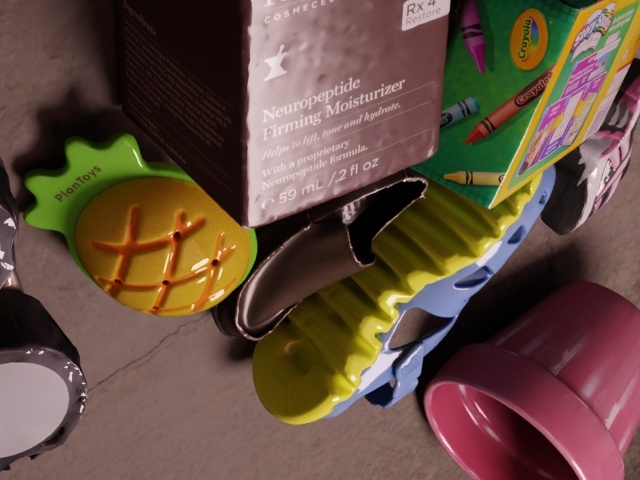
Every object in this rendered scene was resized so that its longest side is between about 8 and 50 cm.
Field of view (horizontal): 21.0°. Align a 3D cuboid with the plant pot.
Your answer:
[{"bbox_3d":[0.227,0.143,1.647,0.180,0.201,0.201,-47,145,-25],"label":"plant pot"}]

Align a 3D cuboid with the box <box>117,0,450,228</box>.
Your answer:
[{"bbox_3d":[-0.027,-0.151,1.157,0.168,0.167,0.203,-23,136,-27],"label":"box"}]

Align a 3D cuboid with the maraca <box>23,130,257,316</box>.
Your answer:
[{"bbox_3d":[-0.129,-0.010,1.248,0.127,0.099,0.186,-39,126,20],"label":"maraca"}]

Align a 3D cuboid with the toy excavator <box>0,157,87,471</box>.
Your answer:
[{"bbox_3d":[-0.378,0.101,1.065,0.445,0.222,0.433,-22,138,-7],"label":"toy excavator"}]

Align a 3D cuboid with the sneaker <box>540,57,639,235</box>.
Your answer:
[{"bbox_3d":[0.253,-0.093,1.559,0.077,0.072,0.178,-20,144,-46],"label":"sneaker"}]

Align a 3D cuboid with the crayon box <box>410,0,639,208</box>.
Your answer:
[{"bbox_3d":[0.175,-0.143,1.331,0.278,0.081,0.165,-31,147,-60],"label":"crayon box"}]

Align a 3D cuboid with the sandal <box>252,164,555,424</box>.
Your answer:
[{"bbox_3d":[0.081,0.032,1.467,0.317,0.126,0.138,-46,146,13],"label":"sandal"}]

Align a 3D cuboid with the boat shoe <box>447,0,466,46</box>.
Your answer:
[{"bbox_3d":[0.092,-0.164,1.337,0.066,0.066,0.183,-21,135,-27],"label":"boat shoe"}]

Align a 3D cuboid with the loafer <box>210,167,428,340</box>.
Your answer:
[{"bbox_3d":[0.000,0.000,1.386,0.220,0.078,0.080,-49,142,3],"label":"loafer"}]
